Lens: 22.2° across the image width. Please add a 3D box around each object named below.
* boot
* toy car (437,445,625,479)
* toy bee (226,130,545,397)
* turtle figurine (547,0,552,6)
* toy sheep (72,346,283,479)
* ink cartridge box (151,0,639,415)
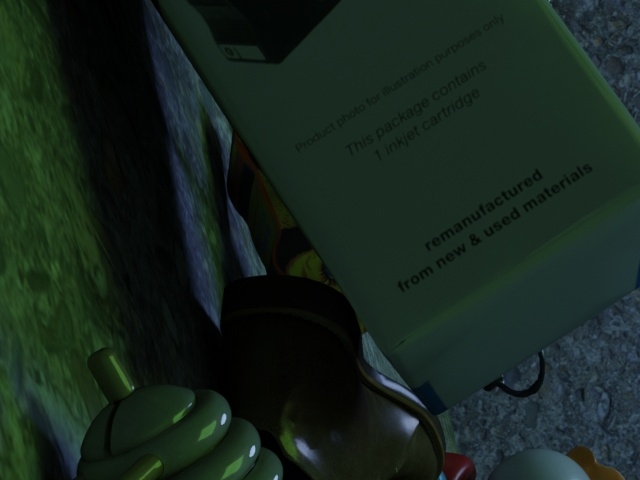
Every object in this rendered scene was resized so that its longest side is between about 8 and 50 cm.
[{"bbox_3d":[0.004,0.136,1.062,0.305,0.112,0.115,52,38,-57],"label":"boot"},{"bbox_3d":[0.192,0.291,1.597,0.219,0.238,0.210,59,16,-66],"label":"toy car"},{"bbox_3d":[0.000,0.000,1.127,0.298,0.162,0.195,32,-49,51],"label":"toy bee"},{"bbox_3d":[0.070,-0.187,1.133,0.118,0.175,0.234,21,56,-43],"label":"turtle figurine"},{"bbox_3d":[-0.054,0.100,0.617,0.091,0.091,0.132,-81,149,-75],"label":"toy sheep"},{"bbox_3d":[0.014,-0.119,0.923,0.395,0.166,0.285,58,1,15],"label":"ink cartridge box"}]
